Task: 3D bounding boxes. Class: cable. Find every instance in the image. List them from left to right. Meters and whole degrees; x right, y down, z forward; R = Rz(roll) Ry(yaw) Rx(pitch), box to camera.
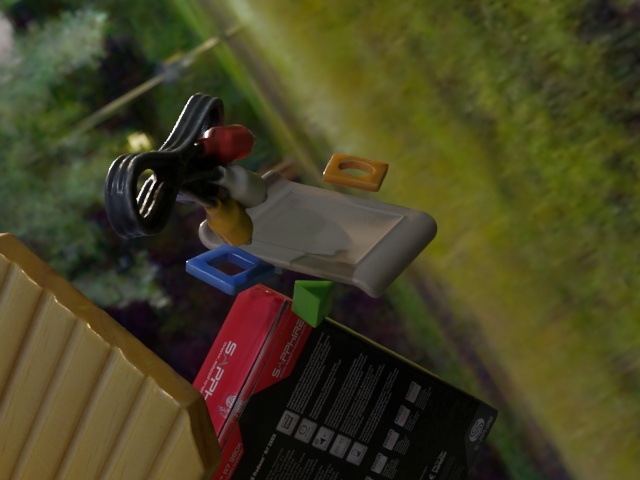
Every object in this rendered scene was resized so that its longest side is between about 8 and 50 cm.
[{"bbox_3d":[-0.105,-0.064,1.304,0.287,0.072,0.139,0,-90,-79],"label":"cable"}]

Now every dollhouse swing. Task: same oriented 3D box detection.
[{"bbox_3d":[-0.300,0.225,1.207,0.347,0.315,0.305,39,138,17],"label":"dollhouse swing"}]

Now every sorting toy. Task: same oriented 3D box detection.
[{"bbox_3d":[0.000,0.000,1.548,0.347,0.196,0.047,-42,-35,-56],"label":"sorting toy"}]

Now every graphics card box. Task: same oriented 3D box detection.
[{"bbox_3d":[0.013,0.215,1.637,0.371,0.233,0.094,29,176,-41],"label":"graphics card box"}]
